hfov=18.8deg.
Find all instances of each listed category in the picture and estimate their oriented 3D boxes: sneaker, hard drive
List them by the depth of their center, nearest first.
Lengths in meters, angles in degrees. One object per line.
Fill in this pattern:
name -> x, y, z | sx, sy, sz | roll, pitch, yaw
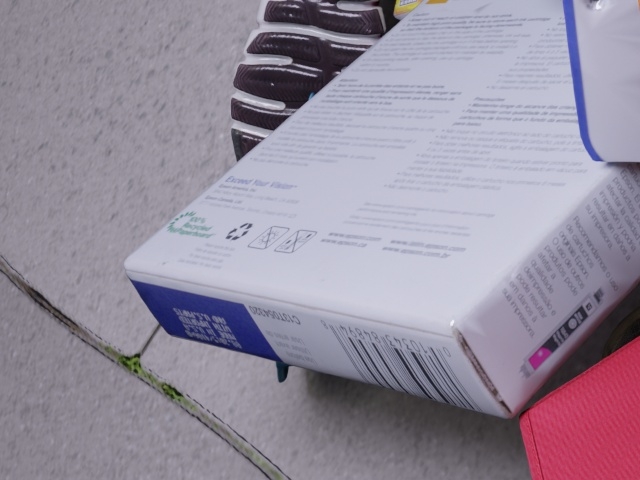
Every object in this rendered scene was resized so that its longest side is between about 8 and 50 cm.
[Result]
hard drive -> 0.154, -0.221, 0.925 | 0.040, 0.210, 0.318 | 1, 44, 17
sneaker -> 0.017, -0.167, 1.346 | 0.162, 0.106, 0.281 | -48, -30, -65

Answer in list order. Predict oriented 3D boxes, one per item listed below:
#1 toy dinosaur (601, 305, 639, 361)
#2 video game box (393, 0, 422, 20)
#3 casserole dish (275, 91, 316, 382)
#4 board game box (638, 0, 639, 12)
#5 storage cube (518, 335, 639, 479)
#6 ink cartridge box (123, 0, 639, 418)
toy dinosaur -> 0.230, 0.002, 1.010 | 0.268, 0.064, 0.118 | -25, 58, 45
video game box -> 0.146, -0.239, 1.258 | 0.205, 0.048, 0.187 | -9, 61, 48
casserole dish -> 0.000, 0.000, 1.246 | 0.114, 0.037, 0.188 | -12, -70, -85
board game box -> 0.354, -0.134, 0.686 | 0.356, 0.356, 0.356 | -30, 49, 37
storage cube -> 0.230, 0.133, 0.830 | 0.193, 0.184, 0.215 | -37, 44, 29
ink cartridge box -> 0.094, -0.053, 1.055 | 0.330, 0.071, 0.324 | -42, 24, -22
